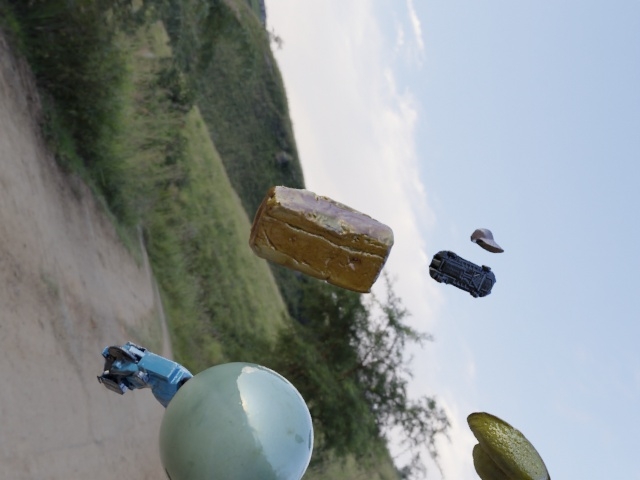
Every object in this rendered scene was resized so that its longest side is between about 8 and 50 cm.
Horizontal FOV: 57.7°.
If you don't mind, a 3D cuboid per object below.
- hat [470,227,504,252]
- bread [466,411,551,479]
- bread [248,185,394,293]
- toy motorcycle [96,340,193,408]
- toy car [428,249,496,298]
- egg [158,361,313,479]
[{"bbox_3d":[0.404,-0.002,1.392,0.042,0.087,0.058,-63,168,-8],"label":"hat"},{"bbox_3d":[0.340,0.423,1.127,0.187,0.065,0.149,51,-44,4],"label":"bread"},{"bbox_3d":[0.000,0.000,1.237,0.132,0.295,0.166,-84,-163,-58],"label":"bread"},{"bbox_3d":[-0.324,0.299,1.199,0.182,0.273,0.123,90,25,-45],"label":"toy motorcycle"},{"bbox_3d":[0.419,0.098,1.721,0.103,0.216,0.063,-66,-165,4],"label":"toy car"},{"bbox_3d":[-0.089,0.201,0.597,0.192,0.150,0.149,-30,-108,57],"label":"egg"}]
